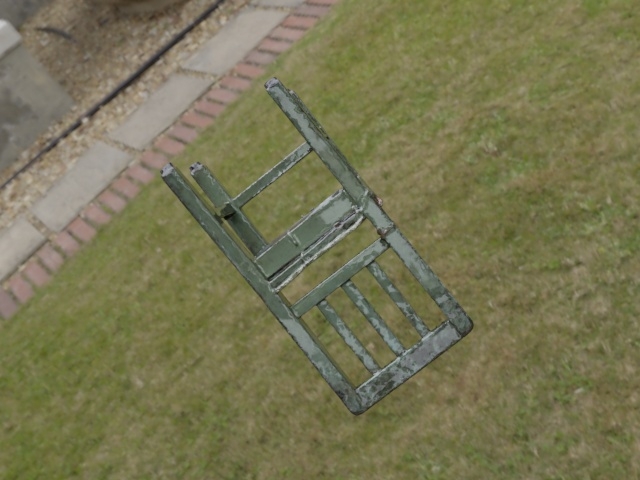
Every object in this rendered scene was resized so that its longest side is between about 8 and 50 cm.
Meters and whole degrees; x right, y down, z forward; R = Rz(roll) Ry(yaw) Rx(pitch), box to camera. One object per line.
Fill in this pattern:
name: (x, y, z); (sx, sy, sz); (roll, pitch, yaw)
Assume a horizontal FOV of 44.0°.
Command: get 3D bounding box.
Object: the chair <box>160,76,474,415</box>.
chair: (0.000, 0.000, 0.723); (0.136, 0.270, 0.147); (-39, 2, 5)
